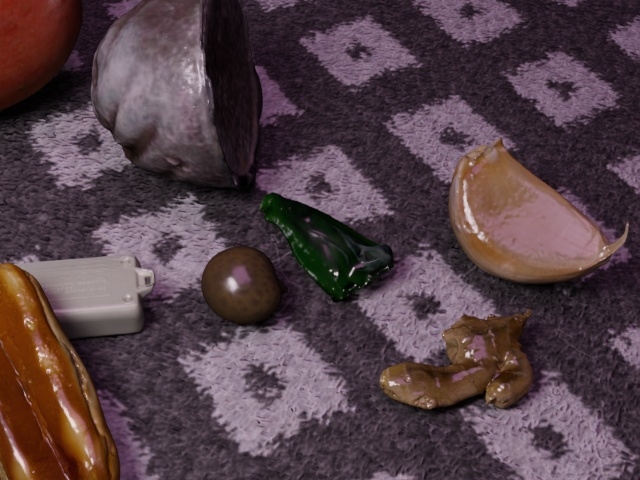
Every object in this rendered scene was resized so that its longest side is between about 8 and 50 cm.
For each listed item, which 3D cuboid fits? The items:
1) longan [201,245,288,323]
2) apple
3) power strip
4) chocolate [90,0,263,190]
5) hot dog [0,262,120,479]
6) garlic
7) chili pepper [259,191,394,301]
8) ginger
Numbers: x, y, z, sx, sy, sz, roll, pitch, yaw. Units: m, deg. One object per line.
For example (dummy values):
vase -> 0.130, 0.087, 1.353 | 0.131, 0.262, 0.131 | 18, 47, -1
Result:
longan -> -0.096, 0.057, 1.262 | 0.113, 0.092, 0.113 | 11, 37, -8
apple -> -0.539, -0.358, 1.434 | 0.363, 0.364, 0.364 | 3, 47, -3
power strip -> -0.377, 0.078, 1.238 | 0.338, 0.058, 0.098 | -4, 49, -10
chocolate -> -0.214, -0.211, 1.385 | 0.213, 0.303, 0.303 | -5, 46, 11
hot dog -> -0.322, 0.179, 1.108 | 0.135, 0.100, 0.337 | -29, 66, -13
garlic -> 0.278, -0.023, 1.330 | 0.245, 0.164, 0.145 | 35, 36, 18
chili pepper -> 0.000, 0.002, 1.346 | 0.216, 0.062, 0.108 | 32, 52, 25
ginger -> 0.172, 0.150, 1.230 | 0.214, 0.059, 0.133 | -5, 56, -8
